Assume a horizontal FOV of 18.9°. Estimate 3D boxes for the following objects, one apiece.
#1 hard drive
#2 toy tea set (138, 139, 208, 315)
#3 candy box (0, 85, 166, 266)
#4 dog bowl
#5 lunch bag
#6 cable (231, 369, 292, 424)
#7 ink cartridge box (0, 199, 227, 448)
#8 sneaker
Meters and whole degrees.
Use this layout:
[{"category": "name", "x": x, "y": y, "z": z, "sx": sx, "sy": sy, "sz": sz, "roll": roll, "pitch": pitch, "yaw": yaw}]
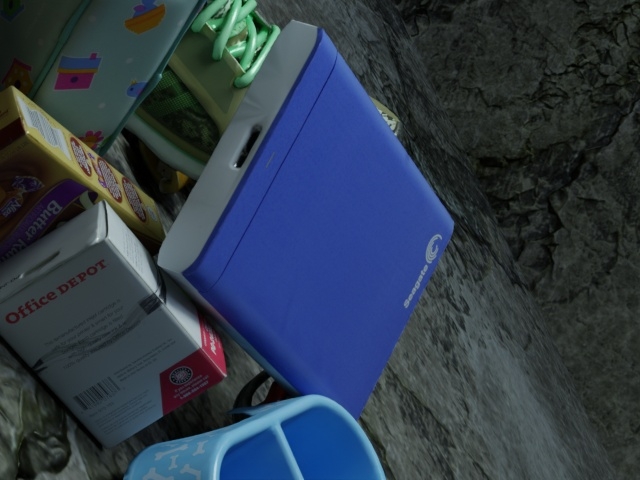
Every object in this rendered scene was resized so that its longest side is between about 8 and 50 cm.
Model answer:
[{"category": "hard drive", "x": 0.000, "y": 0.000, "z": 1.504, "sx": 0.040, "sy": 0.210, "sz": 0.318, "roll": 19, "pitch": -17, "yaw": 30}, {"category": "toy tea set", "x": -0.132, "y": -0.066, "z": 1.756, "sx": 0.336, "sy": 0.124, "sz": 0.200, "roll": 46, "pitch": -30, "yaw": 31}, {"category": "candy box", "x": -0.205, "y": -0.024, "z": 1.384, "sx": 0.187, "sy": 0.109, "sz": 0.053, "roll": 40, "pitch": 22, "yaw": -53}, {"category": "dog bowl", "x": -0.037, "y": 0.204, "z": 1.447, "sx": 0.297, "sy": 0.074, "sz": 0.166, "roll": -16, "pitch": 81, "yaw": -65}, {"category": "lunch bag", "x": -0.201, "y": -0.195, "z": 1.420, "sx": 0.108, "sy": 0.279, "sz": 0.224, "roll": 8, "pitch": 38, "yaw": -45}, {"category": "cable", "x": -0.024, "y": 0.111, "z": 1.678, "sx": 0.139, "sy": 0.072, "sz": 0.287, "roll": 35, "pitch": 45, "yaw": -34}, {"category": "ink cartridge box", "x": -0.155, "y": 0.060, "z": 1.378, "sx": 0.150, "sy": 0.109, "sz": 0.063, "roll": 53, "pitch": 13, "yaw": -28}, {"category": "sneaker", "x": -0.110, "y": -0.176, "z": 1.569, "sx": 0.410, "sy": 0.182, "sz": 0.158, "roll": 24, "pitch": 43, "yaw": -5}]
